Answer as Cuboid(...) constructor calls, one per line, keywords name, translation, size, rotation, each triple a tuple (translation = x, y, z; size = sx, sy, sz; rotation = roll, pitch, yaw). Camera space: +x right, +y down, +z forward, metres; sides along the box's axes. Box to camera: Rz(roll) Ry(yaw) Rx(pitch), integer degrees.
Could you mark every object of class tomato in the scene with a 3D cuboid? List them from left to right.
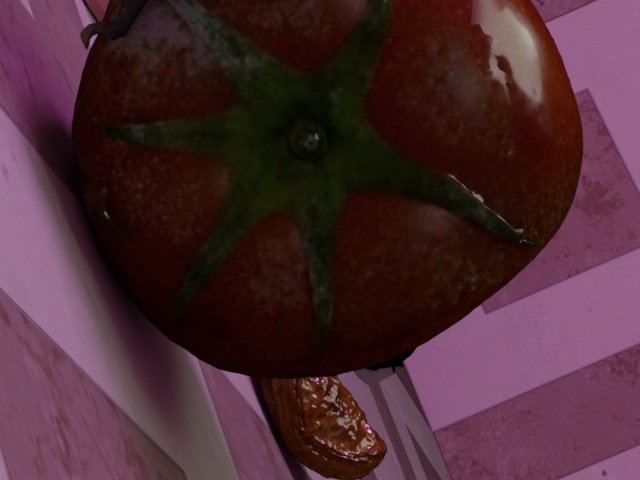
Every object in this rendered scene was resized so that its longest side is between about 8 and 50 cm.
Cuboid(name="tomato", translation=(-0.002, -0.065, 1.197), size=(0.239, 0.303, 0.303), rotation=(-43, 109, -84))

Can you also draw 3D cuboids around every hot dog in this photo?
Cuboid(name="hot dog", translation=(-0.008, 0.129, 1.574), size=(0.147, 0.065, 0.099), rotation=(54, 7, -13))

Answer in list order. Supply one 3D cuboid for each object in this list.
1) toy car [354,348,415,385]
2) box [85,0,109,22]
Cuboid(name="toy car", translation=(-0.002, 0.000, 2.009), size=(0.301, 0.118, 0.193), rotation=(62, -3, -38))
Cuboid(name="box", translation=(-0.172, -0.224, 1.593), size=(0.089, 0.043, 0.125), rotation=(60, 8, -58))
